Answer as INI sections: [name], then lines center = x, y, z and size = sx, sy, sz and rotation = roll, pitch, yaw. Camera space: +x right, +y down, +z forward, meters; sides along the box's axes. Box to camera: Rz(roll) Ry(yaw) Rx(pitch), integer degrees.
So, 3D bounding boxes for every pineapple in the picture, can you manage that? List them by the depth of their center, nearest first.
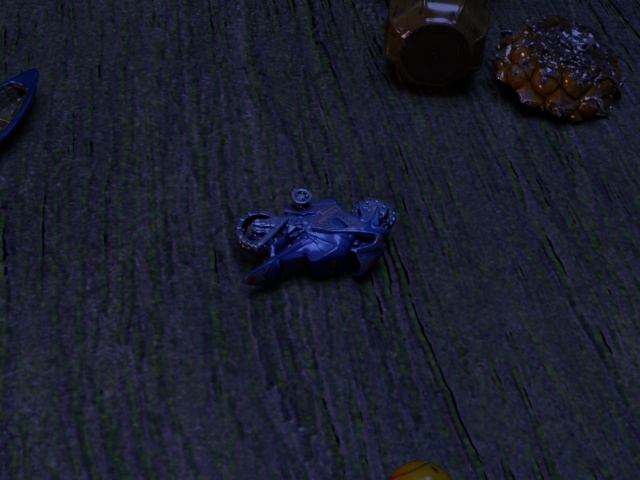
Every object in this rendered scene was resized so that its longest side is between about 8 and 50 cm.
[pineapple]
center = 0.357, -0.264, 1.655
size = 0.225, 0.076, 0.225
rotation = 9, 48, -10

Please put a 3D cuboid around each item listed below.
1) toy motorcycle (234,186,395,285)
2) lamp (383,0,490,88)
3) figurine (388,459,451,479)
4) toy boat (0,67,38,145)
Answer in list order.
[toy motorcycle]
center = 0.000, 0.000, 1.358
size = 0.205, 0.076, 0.114
rotation = -8, 51, -13
[lamp]
center = 0.172, -0.323, 1.664
size = 0.161, 0.161, 0.185
rotation = 6, 43, 0
[figurine]
center = 0.106, 0.337, 0.911
size = 0.323, 0.196, 0.320
rotation = -1, 85, 5
[toy boat]
center = -0.437, -0.153, 1.488
size = 0.080, 0.046, 0.229
rotation = 17, 43, 13
